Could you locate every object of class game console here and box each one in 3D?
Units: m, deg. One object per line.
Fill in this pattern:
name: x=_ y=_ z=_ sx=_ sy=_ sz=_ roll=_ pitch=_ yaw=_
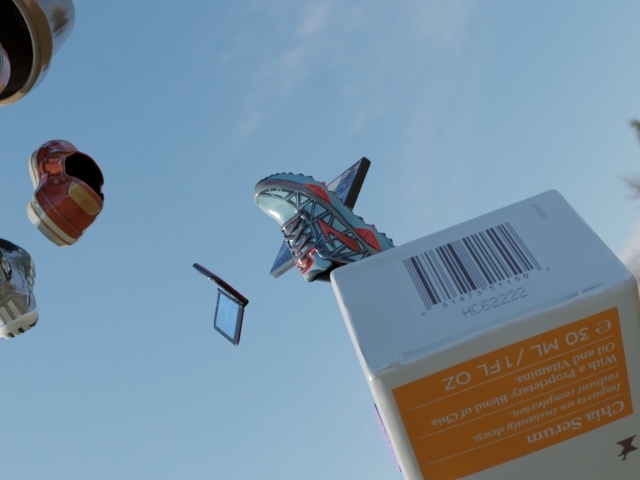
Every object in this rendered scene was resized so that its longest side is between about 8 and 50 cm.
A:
game console: x=-0.201 y=0.119 z=1.708 sx=0.124 sy=0.144 sz=0.085 roll=41 pitch=-99 yaw=-26

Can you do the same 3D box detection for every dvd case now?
dvd case: x=-0.002 y=-0.041 z=1.725 sx=0.253 sy=0.022 sz=0.180 roll=-36 pitch=25 yaw=51

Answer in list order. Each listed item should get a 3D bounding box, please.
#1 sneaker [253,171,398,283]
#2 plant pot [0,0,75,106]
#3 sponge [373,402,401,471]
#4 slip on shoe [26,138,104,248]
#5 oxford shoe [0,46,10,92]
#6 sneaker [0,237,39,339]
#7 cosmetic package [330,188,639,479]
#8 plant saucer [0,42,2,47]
sneaker: x=0.000 y=0.000 z=1.345 sx=0.125 sy=0.262 sz=0.104 roll=-53 pitch=-4 yaw=-38
plant pot: x=-0.588 y=-0.413 z=1.707 sx=0.229 sy=0.263 sz=0.263 roll=-56 pitch=-17 yaw=-58
sponge: x=0.185 y=0.232 z=1.202 sx=0.210 sy=0.117 sz=0.031 roll=-17 pitch=-61 yaw=-3
slip on shoe: x=-0.383 y=-0.091 z=1.388 sx=0.101 sy=0.331 sz=0.123 roll=-41 pitch=-65 yaw=4
oxford shoe: x=-0.569 y=-0.229 z=1.300 sx=0.141 sy=0.397 sz=0.146 roll=-27 pitch=-60 yaw=15
sneaker: x=-0.453 y=0.024 z=1.236 sx=0.086 sy=0.228 sz=0.132 roll=-28 pitch=-51 yaw=-13
cosmetic package: x=0.190 y=0.204 z=0.868 sx=0.230 sy=0.161 sz=0.453 roll=-21 pitch=-57 yaw=0
plant saucer: x=-0.776 y=-0.267 z=1.573 sx=0.333 sy=0.081 sz=0.332 roll=21 pitch=-79 yaw=-22
